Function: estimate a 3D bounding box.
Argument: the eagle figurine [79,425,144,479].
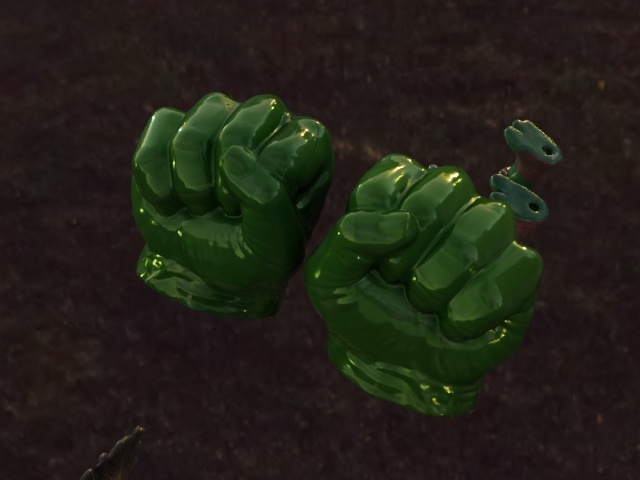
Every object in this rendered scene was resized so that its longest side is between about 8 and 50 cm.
[{"bbox_3d":[-0.201,0.321,0.933,0.298,0.226,0.225,-34,72,3],"label":"eagle figurine"}]

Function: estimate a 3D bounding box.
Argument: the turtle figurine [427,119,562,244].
[{"bbox_3d":[0.136,0.002,1.082,0.118,0.234,0.175,14,52,-18],"label":"turtle figurine"}]

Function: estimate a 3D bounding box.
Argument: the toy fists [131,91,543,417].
[{"bbox_3d":[0.000,0.000,0.734,0.279,0.142,0.096,24,26,18],"label":"toy fists"}]
